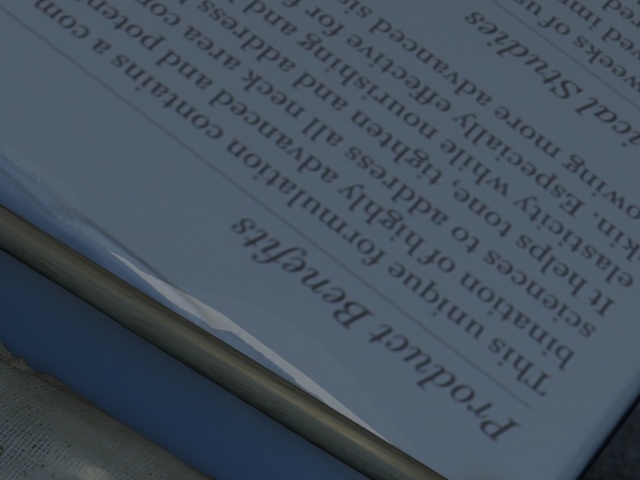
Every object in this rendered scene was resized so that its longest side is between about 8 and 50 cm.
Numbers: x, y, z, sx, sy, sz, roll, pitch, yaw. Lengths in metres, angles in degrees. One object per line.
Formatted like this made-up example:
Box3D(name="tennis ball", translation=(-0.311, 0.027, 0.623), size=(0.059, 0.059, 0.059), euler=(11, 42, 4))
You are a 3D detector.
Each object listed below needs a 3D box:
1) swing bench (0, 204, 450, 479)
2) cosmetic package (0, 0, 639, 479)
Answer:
Box3D(name="swing bench", translation=(-0.102, 0.149, 0.591), size=(0.253, 0.254, 0.165), euler=(31, 37, 14))
Box3D(name="cosmetic package", translation=(0.000, 0.000, 0.842), size=(0.329, 0.327, 0.394), euler=(38, 50, 11))
